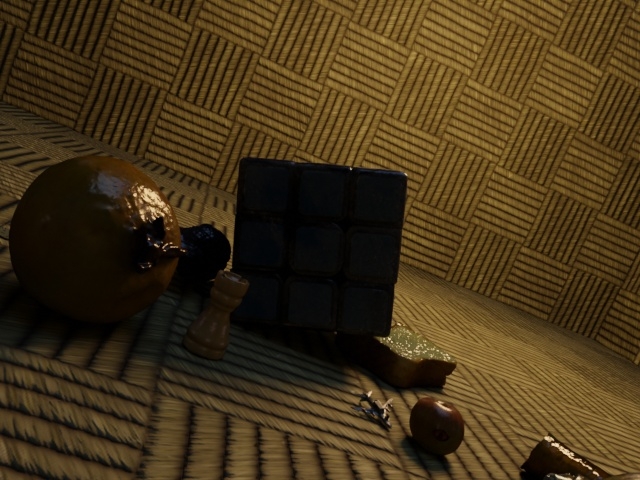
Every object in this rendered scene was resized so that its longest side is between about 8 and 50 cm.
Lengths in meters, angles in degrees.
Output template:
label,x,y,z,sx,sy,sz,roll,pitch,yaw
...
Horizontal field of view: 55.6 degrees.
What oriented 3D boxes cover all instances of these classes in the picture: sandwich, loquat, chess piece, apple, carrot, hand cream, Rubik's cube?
label,x,y,z,sx,sy,sz,roll,pitch,yaw
sandwich,0.155,0.225,1.222,0.214,0.065,0.186,15,11,-45
loquat,-0.297,-0.001,0.825,0.244,0.244,0.244,23,7,-3
chess piece,-0.151,0.106,0.890,0.066,0.122,0.066,23,7,-3
apple,0.170,0.274,0.896,0.084,0.071,0.084,23,-1,1
carrot,0.375,0.356,0.894,0.082,0.082,0.173,18,8,-36
hand cream,-0.213,0.092,1.214,0.036,0.023,0.122,22,10,14
Rubik's cube,0.000,0.000,1.190,0.301,0.305,0.304,6,8,2

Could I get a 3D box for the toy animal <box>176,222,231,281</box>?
label,x,y,z,sx,sy,sz,roll,pitch,yaw
toy animal,-0.265,0.017,1.223,0.185,0.122,0.298,15,-4,21

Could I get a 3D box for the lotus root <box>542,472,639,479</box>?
label,x,y,z,sx,sy,sz,roll,pitch,yaw
lotus root,0.430,0.363,0.723,0.322,0.158,0.140,18,6,12

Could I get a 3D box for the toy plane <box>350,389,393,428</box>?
label,x,y,z,sx,sy,sz,roll,pitch,yaw
toy plane,0.085,0.257,0.928,0.078,0.024,0.084,-3,20,-31

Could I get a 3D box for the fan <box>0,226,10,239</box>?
label,x,y,z,sx,sy,sz,roll,pitch,yaw
fan,-0.537,-0.013,1.024,0.083,0.004,0.056,17,10,-43

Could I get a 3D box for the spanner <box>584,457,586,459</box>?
label,x,y,z,sx,sy,sz,roll,pitch,yaw
spanner,0.448,0.408,1.005,0.054,0.015,0.254,23,7,11
